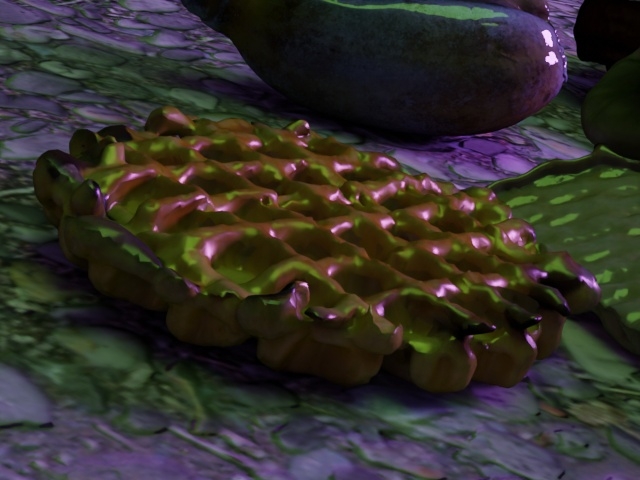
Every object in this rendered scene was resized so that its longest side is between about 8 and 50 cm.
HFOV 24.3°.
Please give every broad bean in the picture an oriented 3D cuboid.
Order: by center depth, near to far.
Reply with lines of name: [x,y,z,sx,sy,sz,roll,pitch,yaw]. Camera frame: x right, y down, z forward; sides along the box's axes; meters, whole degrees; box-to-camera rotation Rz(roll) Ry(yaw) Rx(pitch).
broad bean: [0.280,-0.112,1.093,0.153,0.072,0.207,12,48,28]

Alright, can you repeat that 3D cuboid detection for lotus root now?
lotus root: [0.039,-0.162,1.215,0.322,0.140,0.158,6,45,-6]

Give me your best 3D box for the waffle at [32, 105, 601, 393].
waffle: [-0.011,-0.002,0.841,0.329,0.062,0.329,12,22,-5]

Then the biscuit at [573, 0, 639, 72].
biscuit: [0.452,-0.164,1.525,0.407,0.091,0.407,14,10,-2]

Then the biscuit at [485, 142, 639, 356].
biscuit: [0.232,0.009,0.934,0.187,0.036,0.273,-25,38,-23]
